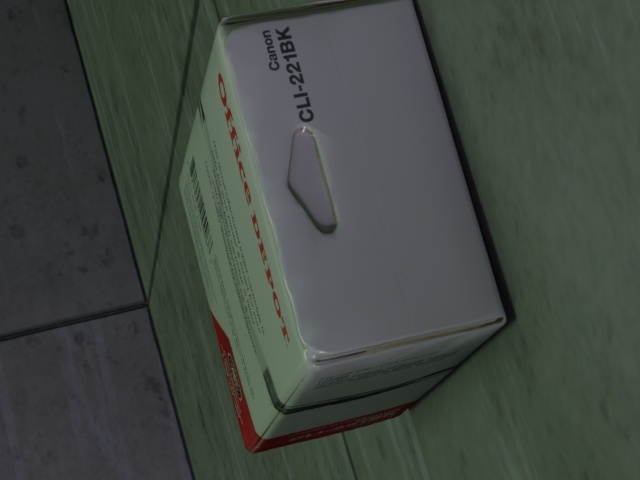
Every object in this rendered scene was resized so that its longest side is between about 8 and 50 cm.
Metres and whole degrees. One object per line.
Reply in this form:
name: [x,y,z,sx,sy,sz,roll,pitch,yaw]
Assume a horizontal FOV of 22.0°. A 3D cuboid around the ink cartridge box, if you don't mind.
ink cartridge box: [0.000,0.000,0.977,0.273,0.114,0.197,118,138,-72]
